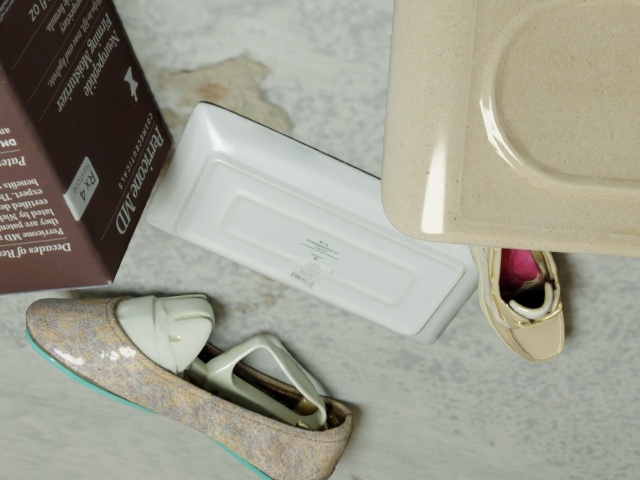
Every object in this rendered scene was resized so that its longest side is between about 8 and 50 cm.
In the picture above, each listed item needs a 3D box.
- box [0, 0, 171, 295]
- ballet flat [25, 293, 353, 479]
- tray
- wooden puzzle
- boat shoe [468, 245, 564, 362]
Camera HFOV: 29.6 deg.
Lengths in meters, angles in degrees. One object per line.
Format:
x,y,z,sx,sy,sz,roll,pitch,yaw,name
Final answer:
-0.232,-0.089,0.849,0.167,0.168,0.203,-6,130,18,box
-0.102,0.110,1.063,0.316,0.108,0.106,32,111,-22,ballet flat
0.000,0.000,0.970,0.270,0.030,0.145,24,134,-9,tray
0.216,-0.150,0.664,0.347,0.080,0.322,5,98,8,wooden puzzle
0.156,0.039,0.936,0.063,0.059,0.170,-29,125,-2,boat shoe
